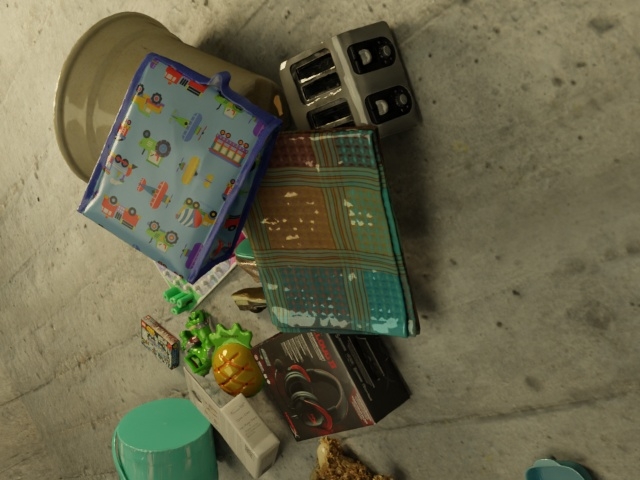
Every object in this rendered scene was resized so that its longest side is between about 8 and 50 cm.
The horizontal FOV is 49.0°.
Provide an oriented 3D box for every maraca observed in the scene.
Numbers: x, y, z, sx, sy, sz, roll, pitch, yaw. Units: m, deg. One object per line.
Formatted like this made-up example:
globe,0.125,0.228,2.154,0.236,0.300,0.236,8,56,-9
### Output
maraca,-0.190,0.272,1.586,0.127,0.099,0.185,-7,105,15

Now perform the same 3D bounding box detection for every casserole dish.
casserole dish,0.400,0.421,1.108,0.114,0.037,0.188,-24,93,49

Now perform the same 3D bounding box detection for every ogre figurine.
ogre figurine,-0.290,0.255,1.689,0.197,0.097,0.118,-45,64,36

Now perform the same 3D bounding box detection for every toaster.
toaster,0.038,-0.228,1.085,0.186,0.110,0.168,-10,102,48

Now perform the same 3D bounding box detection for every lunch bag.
lunch bag,-0.204,-0.122,1.056,0.221,0.138,0.293,31,117,8

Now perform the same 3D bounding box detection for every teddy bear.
teddy bear,0.097,0.552,1.454,0.338,0.113,0.245,25,120,45

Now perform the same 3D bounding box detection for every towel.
towel,0.000,0.000,1.121,0.272,0.040,0.370,0,121,26

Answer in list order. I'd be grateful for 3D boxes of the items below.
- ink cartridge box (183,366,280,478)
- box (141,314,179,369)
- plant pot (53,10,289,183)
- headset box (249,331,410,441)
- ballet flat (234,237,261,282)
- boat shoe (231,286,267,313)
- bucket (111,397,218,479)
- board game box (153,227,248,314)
ink cartridge box,-0.205,0.414,1.629,0.261,0.066,0.296,47,157,16
box,-0.434,0.275,1.896,0.137,0.027,0.093,31,129,32
plant pot,-0.239,-0.210,1.253,0.306,0.334,0.333,20,124,26
headset box,0.019,0.250,1.353,0.293,0.110,0.218,-30,86,49
ballet flat,-0.036,0.055,1.335,0.316,0.107,0.106,11,138,48
boat shoe,-0.134,0.129,1.497,0.152,0.056,0.049,0,115,56
bucket,-0.401,0.552,1.834,0.281,0.281,0.183,16,115,40
board game box,-0.352,-0.055,1.623,0.390,0.050,0.390,57,138,8
